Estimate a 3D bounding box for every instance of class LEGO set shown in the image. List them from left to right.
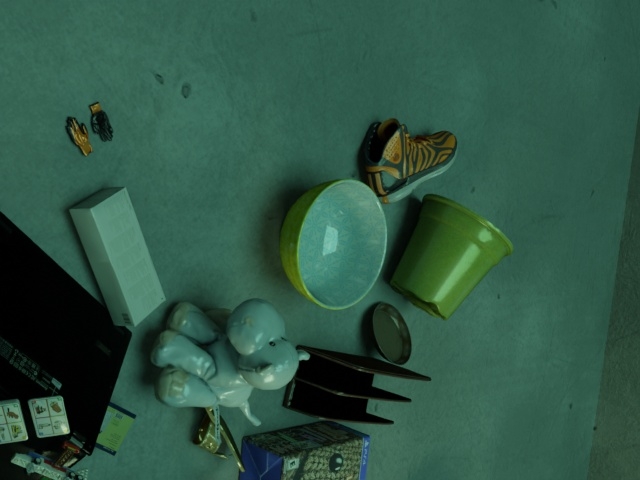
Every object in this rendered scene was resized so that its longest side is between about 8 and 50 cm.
[{"bbox_3d":[-0.481,0.342,1.225,0.182,0.060,0.244,-7,120,-9],"label":"LEGO set"}]

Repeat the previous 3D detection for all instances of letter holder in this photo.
[{"bbox_3d":[0.101,0.364,1.844,0.301,0.214,0.152,18,84,-46],"label":"letter holder"}]

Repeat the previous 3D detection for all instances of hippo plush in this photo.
[{"bbox_3d":[-0.170,0.238,1.471,0.234,0.236,0.294,-14,84,-49],"label":"hippo plush"}]

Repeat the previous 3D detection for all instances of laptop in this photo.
[{"bbox_3d":[-0.569,0.231,1.270,0.382,0.236,0.408,54,31,-37],"label":"laptop"}]

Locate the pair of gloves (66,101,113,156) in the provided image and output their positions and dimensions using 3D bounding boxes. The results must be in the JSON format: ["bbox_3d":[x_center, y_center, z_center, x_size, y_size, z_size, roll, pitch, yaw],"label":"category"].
[{"bbox_3d":[-0.410,-0.199,1.365,0.083,0.010,0.074,-43,124,-36],"label":"pair of gloves"}]

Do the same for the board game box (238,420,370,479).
[{"bbox_3d":[-0.040,0.568,1.787,0.291,0.141,0.232,2,96,-46],"label":"board game box"}]

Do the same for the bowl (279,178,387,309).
[{"bbox_3d":[0.000,0.000,1.719,0.289,0.156,0.290,-11,105,-45],"label":"bowl"}]

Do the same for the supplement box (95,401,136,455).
[{"bbox_3d":[-0.406,0.342,1.429,0.083,0.056,0.083,43,66,-41],"label":"supplement box"}]

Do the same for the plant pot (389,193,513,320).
[{"bbox_3d":[0.322,0.060,2.015,0.276,0.276,0.254,40,80,-42],"label":"plant pot"}]

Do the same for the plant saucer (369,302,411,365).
[{"bbox_3d":[0.179,0.246,1.999,0.168,0.029,0.169,31,47,-39],"label":"plant saucer"}]

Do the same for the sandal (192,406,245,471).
[{"bbox_3d":[-0.239,0.398,1.618,0.079,0.088,0.240,-23,109,-7],"label":"sandal"}]

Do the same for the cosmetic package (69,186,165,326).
[{"bbox_3d":[-0.367,0.030,1.400,0.099,0.060,0.239,-44,127,-50],"label":"cosmetic package"}]

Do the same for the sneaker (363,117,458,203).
[{"bbox_3d":[0.231,-0.241,1.940,0.321,0.124,0.180,-40,124,-35],"label":"sneaker"}]
